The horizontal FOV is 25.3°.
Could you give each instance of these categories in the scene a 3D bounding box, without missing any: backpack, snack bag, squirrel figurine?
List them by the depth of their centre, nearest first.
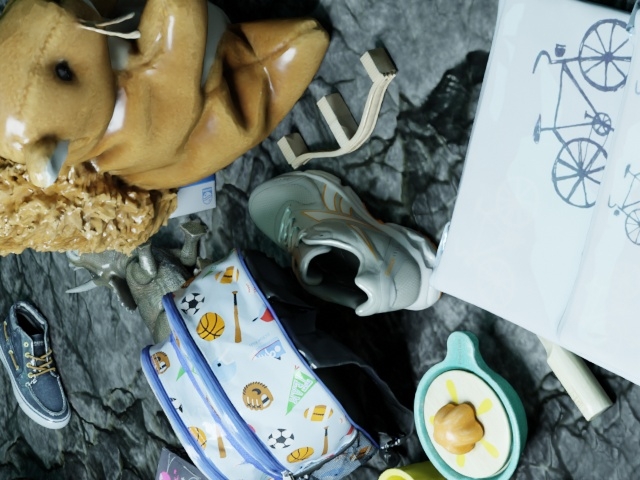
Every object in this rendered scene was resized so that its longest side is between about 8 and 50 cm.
[{"bbox_3d":[0.251,-0.049,1.249,0.343,0.037,0.323,27,113,39],"label":"snack bag"},{"bbox_3d":[-0.245,-0.117,1.452,0.281,0.370,0.397,37,116,11],"label":"squirrel figurine"},{"bbox_3d":[-0.065,0.135,1.484,0.276,0.213,0.263,51,172,24],"label":"backpack"}]

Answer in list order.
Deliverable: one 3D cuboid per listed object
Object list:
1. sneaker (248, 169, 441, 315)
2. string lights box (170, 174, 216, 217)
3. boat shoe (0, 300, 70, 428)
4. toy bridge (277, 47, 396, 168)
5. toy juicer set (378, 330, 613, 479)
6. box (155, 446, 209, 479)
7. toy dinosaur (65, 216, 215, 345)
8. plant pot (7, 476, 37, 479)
[{"bbox_3d":[0.000,0.000,1.496,0.262,0.121,0.099,27,119,39],"label":"sneaker"},{"bbox_3d":[-0.198,-0.167,1.691,0.133,0.077,0.259,14,111,43],"label":"string lights box"},{"bbox_3d":[-0.403,0.175,2.018,0.183,0.065,0.083,54,135,23],"label":"boat shoe"},{"bbox_3d":[0.021,-0.125,1.507,0.188,0.026,0.063,-42,71,45],"label":"toy bridge"},{"bbox_3d":[0.173,0.200,1.393,0.209,0.090,0.329,40,127,33],"label":"toy juicer set"},{"bbox_3d":[-0.120,0.381,1.652,0.163,0.142,0.247,17,94,54],"label":"box"},{"bbox_3d":[-0.176,0.079,1.736,0.313,0.121,0.160,45,142,23],"label":"toy dinosaur"},{"bbox_3d":[-0.347,0.457,1.959,0.230,0.215,0.215,10,109,31],"label":"plant pot"}]
